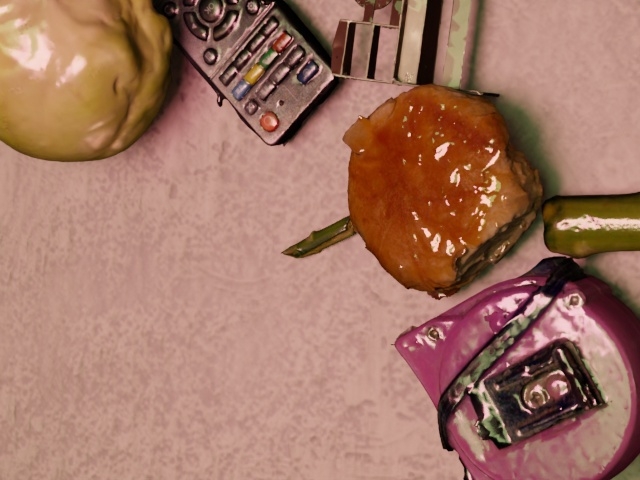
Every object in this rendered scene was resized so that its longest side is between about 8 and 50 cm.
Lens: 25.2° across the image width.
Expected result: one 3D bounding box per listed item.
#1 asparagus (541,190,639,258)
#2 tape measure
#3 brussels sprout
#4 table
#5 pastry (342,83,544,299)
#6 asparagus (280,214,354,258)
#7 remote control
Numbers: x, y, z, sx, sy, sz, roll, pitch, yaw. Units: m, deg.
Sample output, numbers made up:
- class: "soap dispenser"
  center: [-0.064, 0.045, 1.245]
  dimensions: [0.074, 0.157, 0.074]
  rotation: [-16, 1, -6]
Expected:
- class: "asparagus"
  center: [0.356, -0.018, 1.420]
  dimensions: [0.278, 0.067, 0.060]
  rotation: [1, 132, 29]
- class: "tape measure"
  center: [0.216, 0.149, 1.450]
  dimensions: [0.245, 0.149, 0.231]
  rotation: [-34, 77, 25]
- class: "brussels sprout"
  center: [-0.294, -0.224, 1.615]
  dimensions: [0.316, 0.243, 0.273]
  rotation: [106, 145, -53]
- class: "table"
  center: [0.109, -0.236, 1.529]
  dimensions: [0.175, 0.062, 0.146]
  rotation: [11, 98, 25]
- class: "pastry"
  center: [0.124, -0.048, 1.502]
  dimensions: [0.218, 0.100, 0.229]
  rotation: [14, 102, 34]
- class: "asparagus"
  center: [-0.001, -0.001, 1.621]
  dimensions: [0.108, 0.025, 0.021]
  rotation: [-26, 61, 29]
- class: "remote control"
  center: [-0.135, -0.281, 1.650]
  dimensions: [0.144, 0.062, 0.399]
  rotation: [-46, 75, 22]
